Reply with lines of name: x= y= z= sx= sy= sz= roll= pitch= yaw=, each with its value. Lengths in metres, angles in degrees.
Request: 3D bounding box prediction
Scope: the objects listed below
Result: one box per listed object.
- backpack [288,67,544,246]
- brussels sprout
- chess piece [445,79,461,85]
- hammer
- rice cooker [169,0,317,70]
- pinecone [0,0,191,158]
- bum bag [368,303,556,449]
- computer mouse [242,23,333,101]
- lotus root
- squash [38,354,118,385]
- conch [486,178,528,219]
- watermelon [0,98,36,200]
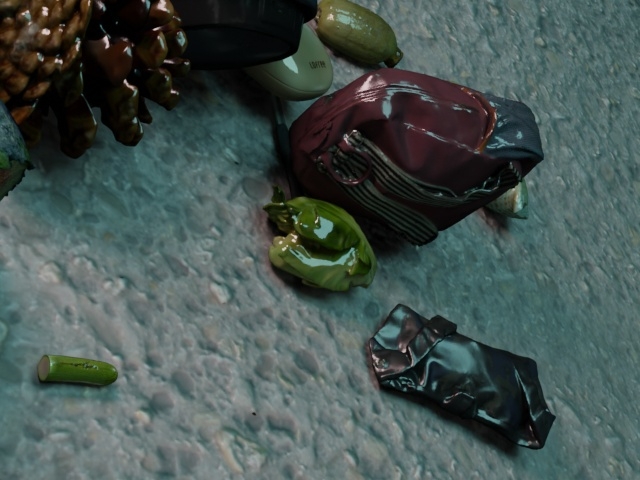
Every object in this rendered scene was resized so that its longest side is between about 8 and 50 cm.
backpack: x=0.115 y=-0.119 z=1.476 sx=0.317 sy=0.283 sz=0.197 roll=11 pitch=56 yaw=-41
brussels sprout: x=0.003 y=-0.002 z=1.422 sx=0.181 sy=0.100 sz=0.139 roll=21 pitch=25 yaw=-20
chess piece: x=0.180 y=-0.213 z=1.765 sx=0.133 sy=0.133 sz=0.243 roll=57 pitch=33 yaw=8
hammer: x=-0.057 y=-0.151 z=1.536 sx=0.103 sy=0.029 sz=0.246 roll=15 pitch=51 yaw=-39
rice cooker: x=-0.138 y=-0.346 z=1.369 sx=0.267 sy=0.267 sz=0.224 roll=4 pitch=83 yaw=-45
pinecone: x=-0.264 y=-0.208 z=1.186 sx=0.264 sy=0.264 sz=0.264 roll=27 pitch=43 yaw=-29
bum bag: x=0.201 y=0.186 z=1.480 sx=0.310 sy=0.074 sz=0.137 roll=26 pitch=55 yaw=-22
computer mouse: x=-0.078 y=-0.295 z=1.551 sx=0.236 sy=0.082 sz=0.145 roll=47 pitch=34 yaw=20
lotus root: x=0.068 y=-0.345 z=1.788 sx=0.183 sy=0.077 sz=0.090 roll=23 pitch=45 yaw=-30
squash: x=-0.245 y=0.133 z=1.095 sx=0.083 sy=0.027 sz=0.027 roll=13 pitch=51 yaw=-41
conch: x=0.303 y=-0.107 z=1.818 sx=0.135 sy=0.102 sz=0.153 roll=22 pitch=65 yaw=-57
watermelon: x=-0.359 y=-0.048 z=0.973 sx=0.148 sy=0.318 sz=0.226 roll=40 pitch=79 yaw=-22
